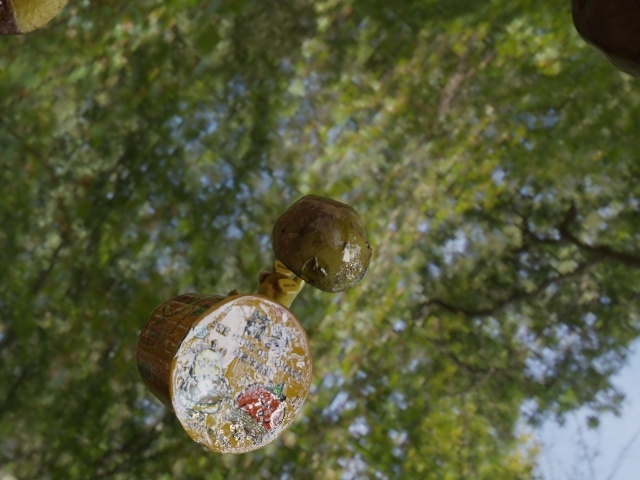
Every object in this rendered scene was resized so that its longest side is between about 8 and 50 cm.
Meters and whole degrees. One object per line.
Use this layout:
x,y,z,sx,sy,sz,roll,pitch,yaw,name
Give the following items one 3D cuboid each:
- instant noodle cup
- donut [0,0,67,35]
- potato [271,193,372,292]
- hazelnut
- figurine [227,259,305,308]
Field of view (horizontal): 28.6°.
-0.143,0.166,1.716,0.172,0.215,0.216,14,-110,57,instant noodle cup
-0.476,-0.366,1.864,0.294,0.151,0.112,-13,-149,-4,donut
0.000,0.000,1.897,0.176,0.137,0.137,35,-91,32,potato
0.427,-0.319,1.601,0.217,0.217,0.252,-36,-116,34,hazelnut
-0.106,0.131,2.089,0.246,0.131,0.156,-50,-134,42,figurine
